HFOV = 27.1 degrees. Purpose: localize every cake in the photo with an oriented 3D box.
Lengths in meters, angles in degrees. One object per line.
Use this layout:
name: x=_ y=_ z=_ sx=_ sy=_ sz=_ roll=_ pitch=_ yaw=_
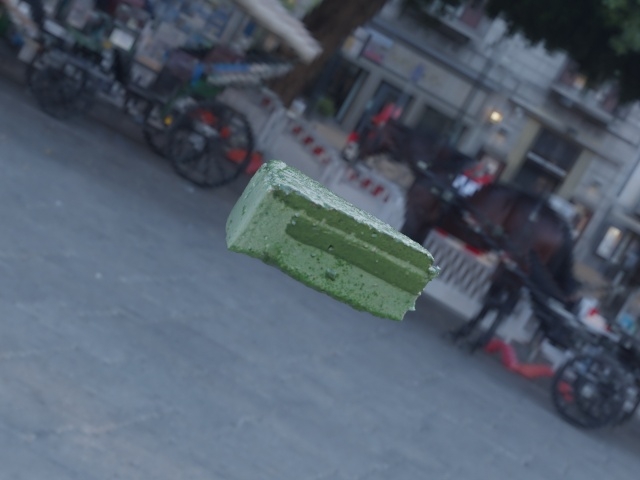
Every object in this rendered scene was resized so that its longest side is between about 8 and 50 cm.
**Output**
cake: x=0.014 y=0.012 z=1.448 sx=0.235 sy=0.100 sz=0.099 roll=31 pitch=16 yaw=-5
